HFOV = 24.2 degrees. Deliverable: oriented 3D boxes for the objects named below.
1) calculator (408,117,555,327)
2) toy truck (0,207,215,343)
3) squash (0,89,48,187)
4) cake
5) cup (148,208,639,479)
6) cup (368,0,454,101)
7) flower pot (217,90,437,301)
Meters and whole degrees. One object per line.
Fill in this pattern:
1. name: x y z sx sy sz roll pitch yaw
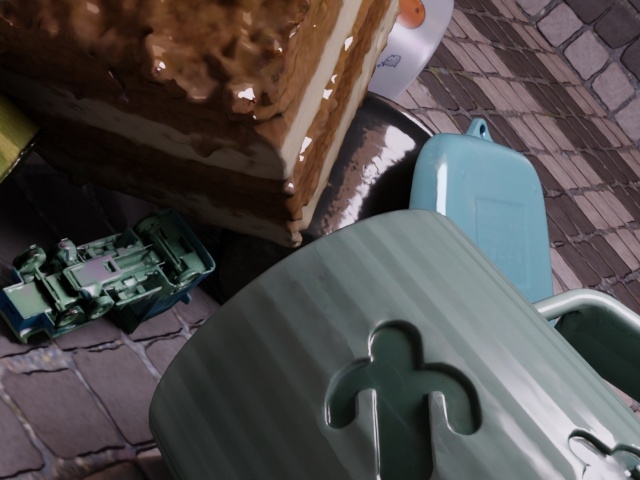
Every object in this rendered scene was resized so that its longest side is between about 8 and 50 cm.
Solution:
1. calculator: 0.137 0.087 1.264 0.256 0.054 0.386 6 82 -58
2. toy truck: -0.165 0.038 1.092 0.175 0.081 0.067 -22 68 -47
3. squash: -0.283 -0.092 1.009 0.186 0.123 0.123 45 22 -6
4. cake: -0.090 -0.177 1.112 0.256 0.282 0.290 20 -17 9
5. cup: 0.123 0.205 0.994 0.401 0.310 0.392 -1 49 -52
6. cup: -0.035 -0.297 1.686 0.317 0.212 0.212 36 24 -21
7. flower pot: 0.000 0.000 1.288 0.235 0.235 0.148 40 44 -17
